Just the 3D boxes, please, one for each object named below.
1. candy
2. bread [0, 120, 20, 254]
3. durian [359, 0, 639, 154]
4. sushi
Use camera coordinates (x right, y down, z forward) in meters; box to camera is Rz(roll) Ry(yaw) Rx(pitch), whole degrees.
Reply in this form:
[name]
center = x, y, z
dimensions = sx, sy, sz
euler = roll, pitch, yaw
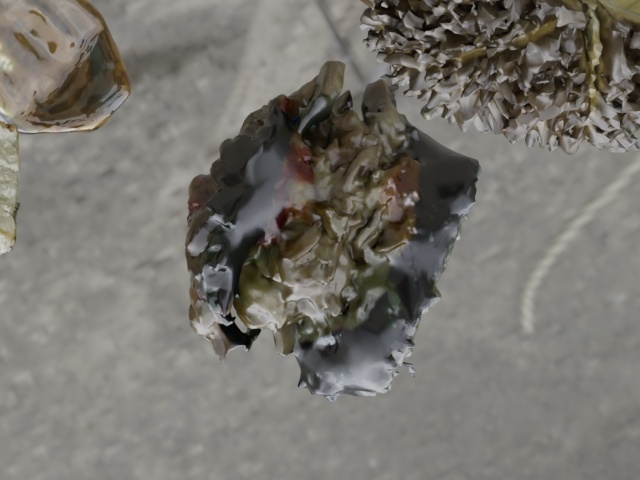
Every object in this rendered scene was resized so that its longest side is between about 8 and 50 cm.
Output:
[candy]
center = -0.233, -0.165, 1.247
dimensions = 0.271, 0.143, 0.101
euler = 47, 69, -35
[bread]
center = -0.215, -0.031, 1.125
dimensions = 0.070, 0.083, 0.076
euler = -12, 161, 41
[durian]
center = 0.095, -0.127, 0.816
dimensions = 0.196, 0.167, 0.196
euler = -56, -177, 4
[sushi]
center = -0.005, -0.002, 1.555
dimensions = 0.218, 0.238, 0.225
euler = 18, 138, -11
